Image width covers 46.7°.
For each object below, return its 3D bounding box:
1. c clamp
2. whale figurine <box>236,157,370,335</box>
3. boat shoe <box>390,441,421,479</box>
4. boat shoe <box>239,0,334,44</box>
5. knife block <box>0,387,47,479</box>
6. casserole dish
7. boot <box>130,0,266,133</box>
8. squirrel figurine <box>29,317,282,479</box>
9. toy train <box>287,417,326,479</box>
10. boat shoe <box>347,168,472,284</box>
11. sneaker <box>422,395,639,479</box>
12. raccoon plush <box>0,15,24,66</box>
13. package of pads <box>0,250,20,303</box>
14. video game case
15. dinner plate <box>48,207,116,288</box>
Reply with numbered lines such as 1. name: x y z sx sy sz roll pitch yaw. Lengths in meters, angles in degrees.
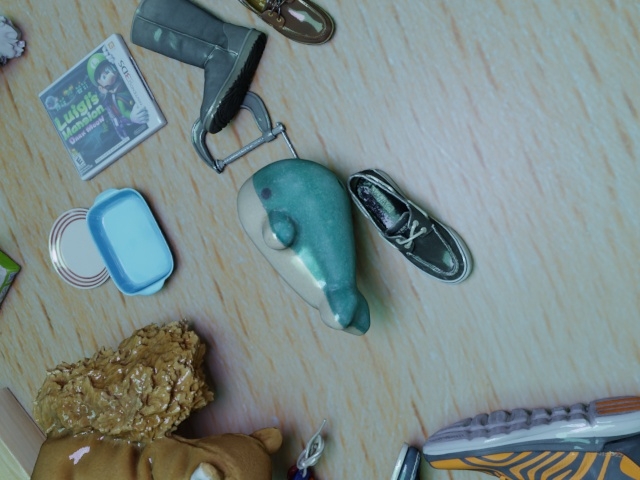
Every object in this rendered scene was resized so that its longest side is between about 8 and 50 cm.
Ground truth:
1. c clamp: -0.128 -0.158 1.160 0.160 0.022 0.137 -22 89 21
2. whale figurine: 0.000 0.000 1.033 0.141 0.216 0.272 -38 64 11
3. boat shoe: 0.132 0.422 1.091 0.079 0.095 0.255 10 101 21
4. boat shoe: -0.063 -0.343 1.093 0.178 0.060 0.064 33 107 14
5. knife block: -0.517 0.423 1.342 0.241 0.088 0.276 3 97 20
6. casserole dish: -0.312 0.002 1.233 0.114 0.037 0.189 -28 87 10
7. boot: -0.207 -0.281 1.139 0.208 0.076 0.190 24 81 10
8. squirrel figurine: -0.251 0.321 1.113 0.370 0.281 0.397 -19 80 33
9. toy train: 0.004 0.410 1.142 0.143 0.105 0.248 32 106 3
10. boat shoe: 0.122 -0.016 1.056 0.219 0.070 0.078 43 109 11
11. sneaker: 0.304 0.325 0.998 0.320 0.124 0.180 -12 91 22
12. raccoon plush: -0.747 -0.249 1.339 0.299 0.446 0.216 34 149 51
13. package of pads: -0.728 0.062 1.372 0.296 0.101 0.229 36 107 14
14. video game case: -0.369 -0.221 1.245 0.190 0.022 0.173 -30 85 21
15. dinner plate: -0.413 0.014 1.292 0.141 0.017 0.141 3 98 21
